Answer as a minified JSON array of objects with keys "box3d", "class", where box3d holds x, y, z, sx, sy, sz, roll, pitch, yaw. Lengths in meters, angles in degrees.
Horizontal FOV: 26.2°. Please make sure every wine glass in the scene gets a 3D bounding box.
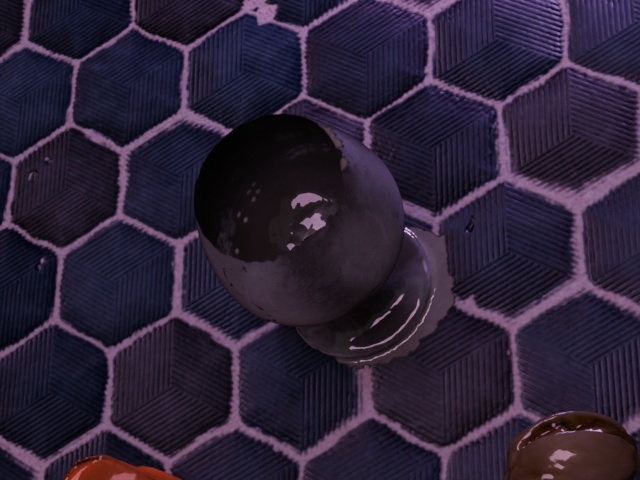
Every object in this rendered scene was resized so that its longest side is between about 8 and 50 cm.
[{"box3d":[0.000,0.000,1.552,0.238,0.323,0.238,-7,68,19],"class":"wine glass"}]

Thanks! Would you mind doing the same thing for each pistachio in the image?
[{"box3d":[0.266,0.240,1.475,0.149,0.113,0.113,-9,65,9],"class":"pistachio"}]

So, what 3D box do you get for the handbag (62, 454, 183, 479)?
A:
[{"box3d":[-0.223,0.470,1.559,0.303,0.116,0.410,19,77,23],"class":"handbag"}]
